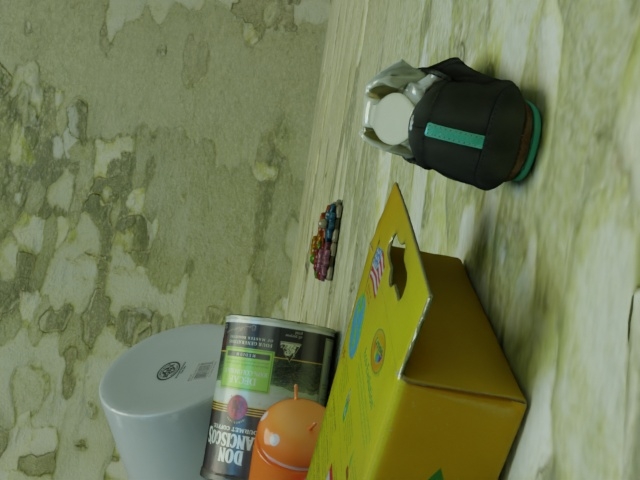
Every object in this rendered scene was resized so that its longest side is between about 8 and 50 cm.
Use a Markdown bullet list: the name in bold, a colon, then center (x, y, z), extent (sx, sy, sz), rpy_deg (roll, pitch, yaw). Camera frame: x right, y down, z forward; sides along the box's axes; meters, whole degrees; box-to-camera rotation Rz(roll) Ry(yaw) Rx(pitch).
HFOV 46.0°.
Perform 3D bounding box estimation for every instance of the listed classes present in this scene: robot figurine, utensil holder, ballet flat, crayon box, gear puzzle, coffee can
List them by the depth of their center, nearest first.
- **crayon box**: center (0.054, 0.141, 0.546), extent (0.202, 0.081, 0.319), rpy_deg (-91, 14, -66)
- **ballet flat**: center (0.084, -0.101, 0.590), extent (0.280, 0.096, 0.095), rpy_deg (-107, 25, -80)
- **robot figurine**: center (-0.040, 0.324, 1.110), extent (0.158, 0.128, 0.220), rpy_deg (-41, -33, -58)
- **coffee can**: center (-0.088, 0.280, 1.315), extent (0.201, 0.201, 0.276), rpy_deg (122, 156, -78)
- **utensil holder**: center (-0.250, 0.412, 1.548), extent (0.328, 0.327, 0.386), rpy_deg (-92, -11, -65)
- **gear puzzle**: center (0.000, 0.000, 1.704), extent (0.339, 0.044, 0.176), rpy_deg (169, 110, -85)
